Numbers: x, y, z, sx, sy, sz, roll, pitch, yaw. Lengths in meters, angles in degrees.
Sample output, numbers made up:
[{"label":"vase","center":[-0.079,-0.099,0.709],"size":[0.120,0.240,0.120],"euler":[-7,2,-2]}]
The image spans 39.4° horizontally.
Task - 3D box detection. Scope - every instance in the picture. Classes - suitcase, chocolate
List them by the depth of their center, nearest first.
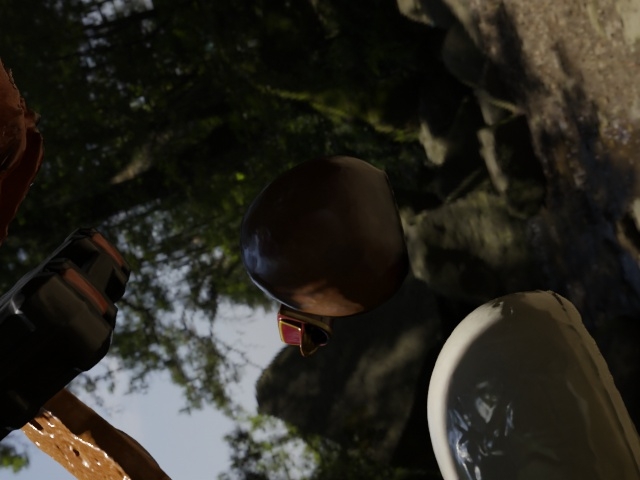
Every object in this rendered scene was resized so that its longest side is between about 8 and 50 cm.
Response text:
[{"label":"suitcase","center":[-0.237,0.086,0.661],"size":[0.066,0.206,0.285],"euler":[49,178,-12]},{"label":"chocolate","center":[0.000,0.000,0.905],"size":[0.177,0.177,0.176],"euler":[162,90,-83]}]

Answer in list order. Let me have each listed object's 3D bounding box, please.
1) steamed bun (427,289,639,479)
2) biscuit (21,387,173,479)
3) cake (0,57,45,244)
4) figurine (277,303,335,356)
[{"label":"steamed bun","center":[0.151,0.152,0.616],"size":[0.177,0.131,0.228],"euler":[-32,-81,-85]},{"label":"biscuit","center":[-0.234,0.249,0.995],"size":[0.334,0.047,0.202],"euler":[34,148,18]},{"label":"cake","center":[-0.317,-0.076,0.633],"size":[0.098,0.288,0.135],"euler":[35,-114,-65]},{"label":"figurine","center":[-0.001,0.089,1.203],"size":[0.082,0.098,0.154],"euler":[90,-169,-57]}]
